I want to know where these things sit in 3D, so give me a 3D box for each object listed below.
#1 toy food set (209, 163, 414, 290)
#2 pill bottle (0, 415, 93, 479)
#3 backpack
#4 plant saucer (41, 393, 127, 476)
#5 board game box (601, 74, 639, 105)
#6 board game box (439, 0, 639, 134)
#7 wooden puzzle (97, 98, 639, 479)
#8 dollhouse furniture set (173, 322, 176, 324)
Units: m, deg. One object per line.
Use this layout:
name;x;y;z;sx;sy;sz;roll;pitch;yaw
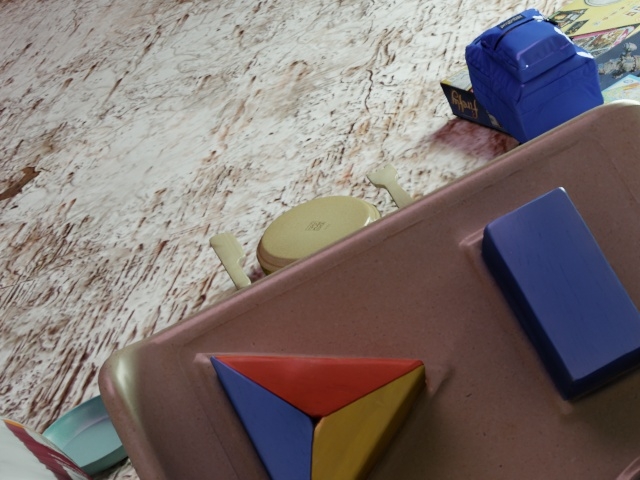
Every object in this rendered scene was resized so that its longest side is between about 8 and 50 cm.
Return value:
toy food set;0.000;0.000;1.637;0.192;0.038;0.132;-23;29;-5
pill bottle;-0.199;0.233;1.009;0.224;0.224;0.392;-32;11;-13
backpack;0.192;-0.161;1.598;0.098;0.101;0.120;-25;35;-12
plant saucer;-0.191;0.169;1.485;0.119;0.021;0.119;-22;22;10
board game box;0.278;-0.100;1.556;0.103;0.026;0.154;-30;23;-9
board game box;0.261;-0.189;1.745;0.243;0.042;0.165;-32;23;-13
wooden puzzle;0.104;0.117;0.874;0.348;0.322;0.080;-26;-18;-10
dollhouse furniture set;-0.046;0.107;1.255;0.161;0.182;0.101;-38;25;-25
